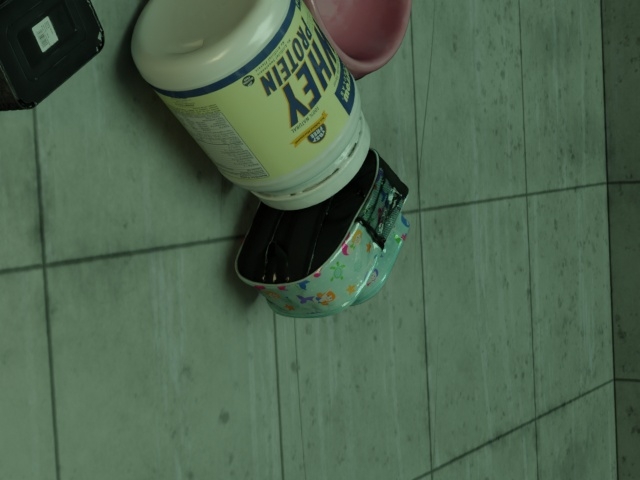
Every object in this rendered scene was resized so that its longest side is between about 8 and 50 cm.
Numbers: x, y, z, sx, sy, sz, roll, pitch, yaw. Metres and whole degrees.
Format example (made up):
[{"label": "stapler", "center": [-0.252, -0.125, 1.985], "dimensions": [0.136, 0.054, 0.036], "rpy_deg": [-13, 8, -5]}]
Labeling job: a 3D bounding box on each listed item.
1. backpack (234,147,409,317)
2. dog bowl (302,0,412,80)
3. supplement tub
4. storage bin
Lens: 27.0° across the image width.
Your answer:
[{"label": "backpack", "center": [0.000, 0.000, 2.012], "dimensions": [0.191, 0.225, 0.253], "rpy_deg": [53, 51, -36]}, {"label": "dog bowl", "center": [0.003, -0.427, 2.087], "dimensions": [0.408, 0.150, 0.408], "rpy_deg": [0, 90, -58]}, {"label": "supplement tub", "center": [-0.087, -0.215, 1.861], "dimensions": [0.325, 0.235, 0.235], "rpy_deg": [52, 48, -44]}, {"label": "storage bin", "center": [-0.352, -0.243, 1.584], "dimensions": [0.180, 0.084, 0.122], "rpy_deg": [-53, 132, -45]}]
